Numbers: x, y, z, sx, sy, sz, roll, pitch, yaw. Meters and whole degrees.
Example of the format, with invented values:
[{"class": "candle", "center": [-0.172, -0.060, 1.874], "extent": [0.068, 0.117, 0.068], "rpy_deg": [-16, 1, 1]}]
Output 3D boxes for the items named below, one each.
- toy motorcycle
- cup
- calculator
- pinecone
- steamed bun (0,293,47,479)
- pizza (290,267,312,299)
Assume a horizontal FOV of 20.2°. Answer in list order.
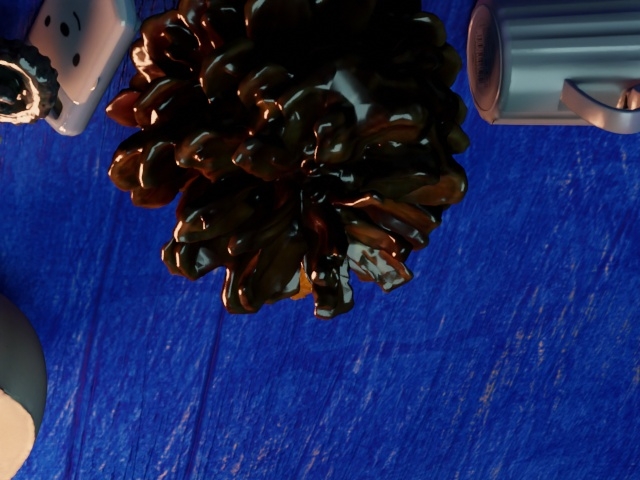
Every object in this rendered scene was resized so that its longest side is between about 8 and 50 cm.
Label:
[{"class": "toy motorcycle", "center": [-0.428, -0.137, 1.860], "extent": [0.327, 0.143, 0.188], "rpy_deg": [-28, 132, 32]}, {"class": "cup", "center": [0.285, -0.205, 1.998], "extent": [0.202, 0.221, 0.167], "rpy_deg": [-3, 96, -12]}, {"class": "calculator", "center": [-0.252, -0.203, 1.857], "extent": [0.039, 0.121, 0.210], "rpy_deg": [-7, 142, -43]}, {"class": "pinecone", "center": [-0.029, -0.095, 1.885], "extent": [0.398, 0.397, 0.397], "rpy_deg": [-11, 138, -10]}, {"class": "steamed bun", "center": [-0.482, 0.171, 2.110], "extent": [0.324, 0.206, 0.324], "rpy_deg": [-11, 141, -9]}, {"class": "pizza", "center": [0.000, 0.000, 2.223], "extent": [0.188, 0.062, 0.199], "rpy_deg": [15, 136, -17]}]
